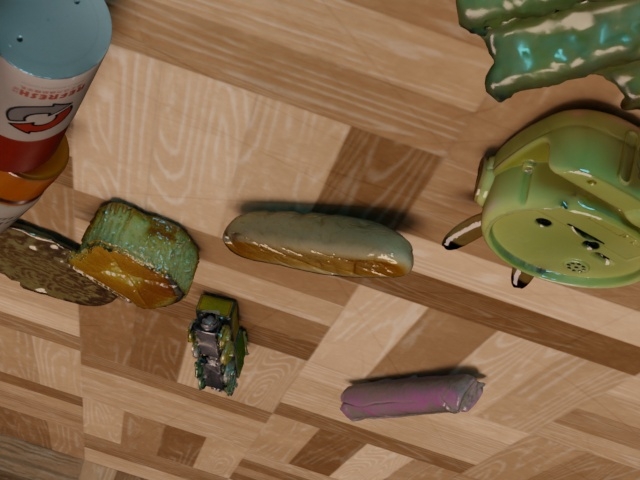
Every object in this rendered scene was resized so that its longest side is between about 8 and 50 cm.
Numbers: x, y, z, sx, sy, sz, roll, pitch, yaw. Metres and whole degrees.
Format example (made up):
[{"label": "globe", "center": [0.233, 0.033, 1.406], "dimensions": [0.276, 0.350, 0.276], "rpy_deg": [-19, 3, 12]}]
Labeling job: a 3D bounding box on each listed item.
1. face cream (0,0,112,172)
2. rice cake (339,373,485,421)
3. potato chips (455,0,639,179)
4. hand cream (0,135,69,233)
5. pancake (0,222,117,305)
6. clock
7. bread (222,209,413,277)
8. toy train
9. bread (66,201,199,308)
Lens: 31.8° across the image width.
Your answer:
[{"label": "face cream", "center": [-0.241, -0.134, 0.924], "dimensions": [0.096, 0.096, 0.214], "rpy_deg": [23, 156, -15]}, {"label": "rice cake", "center": [0.116, 0.209, 1.497], "dimensions": [0.049, 0.055, 0.270], "rpy_deg": [35, 153, -26]}, {"label": "potato chips", "center": [0.281, -0.130, 0.584], "dimensions": [0.373, 0.097, 0.389], "rpy_deg": [32, 153, -32]}, {"label": "hand cream", "center": [-0.372, -0.034, 1.156], "dimensions": [0.140, 0.089, 0.314], "rpy_deg": [-10, 166, -41]}, {"label": "pancake", "center": [-0.369, 0.032, 1.460], "dimensions": [0.212, 0.029, 0.235], "rpy_deg": [0, 151, 33]}, {"label": "clock", "center": [0.203, -0.017, 0.917], "dimensions": [0.170, 0.069, 0.232], "rpy_deg": [25, 155, -19]}, {"label": "bread", "center": [-0.001, 0.000, 1.115], "dimensions": [0.214, 0.053, 0.073], "rpy_deg": [6, 150, 29]}, {"label": "toy train", "center": [-0.134, 0.137, 1.479], "dimensions": [0.060, 0.081, 0.202], "rpy_deg": [13, 149, 7]}, {"label": "bread", "center": [-0.206, 0.018, 1.270], "dimensions": [0.140, 0.069, 0.128], "rpy_deg": [29, 153, -18]}]
